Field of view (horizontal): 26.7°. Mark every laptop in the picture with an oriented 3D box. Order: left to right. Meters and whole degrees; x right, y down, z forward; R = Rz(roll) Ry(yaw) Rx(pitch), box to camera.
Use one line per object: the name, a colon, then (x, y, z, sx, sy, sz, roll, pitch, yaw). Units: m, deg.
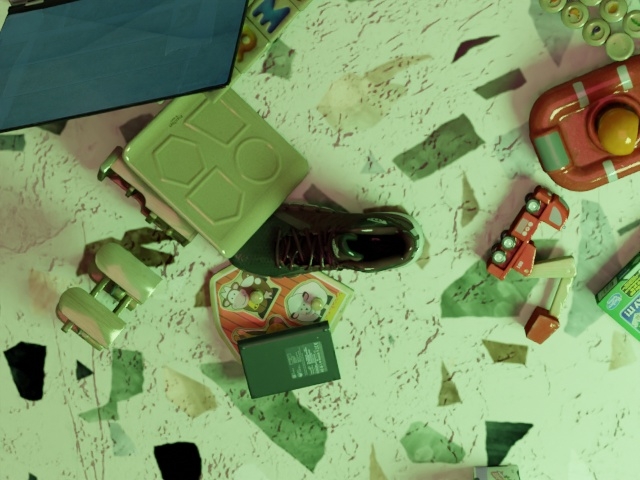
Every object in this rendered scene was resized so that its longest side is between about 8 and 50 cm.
laptop: (-0.295, -0.376, 1.712, 0.382, 0.236, 0.408, -9, 102, 19)

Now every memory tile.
memory tile: (0.372, -0.317, 1.777, 0.148, 0.012, 0.113, 39, 100, 13)

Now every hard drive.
hard drive: (-0.045, 0.173, 1.944, 0.135, 0.022, 0.094, -13, 116, -1)

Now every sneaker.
sneaker: (0.000, 0.000, 1.841, 0.281, 0.162, 0.106, -4, 93, 5)

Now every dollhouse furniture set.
dollhouse furniture set: (-0.295, 0.017, 1.867, 0.161, 0.212, 0.242, 39, 79, -6)

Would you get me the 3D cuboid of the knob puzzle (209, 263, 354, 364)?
knob puzzle: (-0.074, 0.103, 1.951, 0.213, 0.030, 0.213, 2, 105, 6)

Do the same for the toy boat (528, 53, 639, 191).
toy boat: (0.393, -0.151, 1.771, 0.231, 0.151, 0.151, -22, 101, 11)

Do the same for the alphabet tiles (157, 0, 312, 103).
alphabet tiles: (-0.157, -0.362, 1.802, 0.342, 0.011, 0.285, -45, 77, 14)

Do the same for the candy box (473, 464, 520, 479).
candy box: (0.259, 0.445, 1.933, 0.070, 0.165, 0.196, -2, 104, 5)

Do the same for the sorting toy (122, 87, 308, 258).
sorting toy: (-0.143, -0.106, 1.856, 0.208, 0.038, 0.193, 46, 64, -8)

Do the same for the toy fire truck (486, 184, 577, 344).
toy fire truck: (0.307, 0.034, 1.883, 0.135, 0.047, 0.192, 31, 105, -3)

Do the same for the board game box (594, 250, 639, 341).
board game box: (0.566, 0.040, 1.849, 0.213, 0.046, 0.317, 40, 108, -4)
